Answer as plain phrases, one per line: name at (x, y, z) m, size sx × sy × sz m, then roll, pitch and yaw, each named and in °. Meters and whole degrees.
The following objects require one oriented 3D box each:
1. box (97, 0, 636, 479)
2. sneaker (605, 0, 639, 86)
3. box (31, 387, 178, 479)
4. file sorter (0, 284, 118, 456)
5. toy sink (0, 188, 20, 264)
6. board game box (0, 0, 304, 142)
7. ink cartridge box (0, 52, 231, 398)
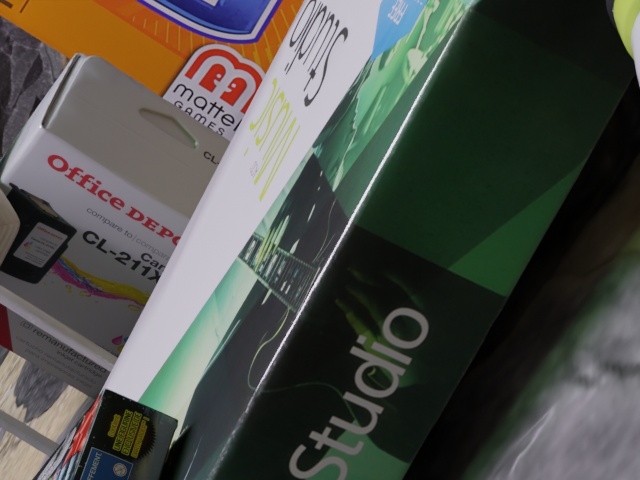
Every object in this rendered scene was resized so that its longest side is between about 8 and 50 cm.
box at (0.000, 0.000, 0.518) m, size 0.322 × 0.058 × 0.232 m, roll -63°, pitch 13°, yaw 11°
sneaker at (0.139, -0.059, 0.252) m, size 0.234 × 0.084 × 0.097 m, roll -40°, pitch 47°, yaw 53°
box at (-0.092, 0.116, 0.475) m, size 0.137 × 0.027 × 0.094 m, roll -49°, pitch 20°, yaw 48°
file sorter at (-0.228, 0.162, 0.734) m, size 0.278 × 0.193 × 0.173 m, roll -50°, pitch 14°, yaw 29°
toy sink at (-0.302, 0.015, 0.802) m, size 0.234 × 0.131 × 0.153 m, roll -9°, pitch -36°, yaw -45°
board game box at (-0.090, -0.350, 1.001) m, size 0.356 × 0.356 × 0.356 m, roll -50°, pitch 16°, yaw 28°
ink cartridge box at (-0.135, -0.005, 0.891) m, size 0.175 × 0.127 × 0.072 m, roll -46°, pitch 18°, yaw 40°
